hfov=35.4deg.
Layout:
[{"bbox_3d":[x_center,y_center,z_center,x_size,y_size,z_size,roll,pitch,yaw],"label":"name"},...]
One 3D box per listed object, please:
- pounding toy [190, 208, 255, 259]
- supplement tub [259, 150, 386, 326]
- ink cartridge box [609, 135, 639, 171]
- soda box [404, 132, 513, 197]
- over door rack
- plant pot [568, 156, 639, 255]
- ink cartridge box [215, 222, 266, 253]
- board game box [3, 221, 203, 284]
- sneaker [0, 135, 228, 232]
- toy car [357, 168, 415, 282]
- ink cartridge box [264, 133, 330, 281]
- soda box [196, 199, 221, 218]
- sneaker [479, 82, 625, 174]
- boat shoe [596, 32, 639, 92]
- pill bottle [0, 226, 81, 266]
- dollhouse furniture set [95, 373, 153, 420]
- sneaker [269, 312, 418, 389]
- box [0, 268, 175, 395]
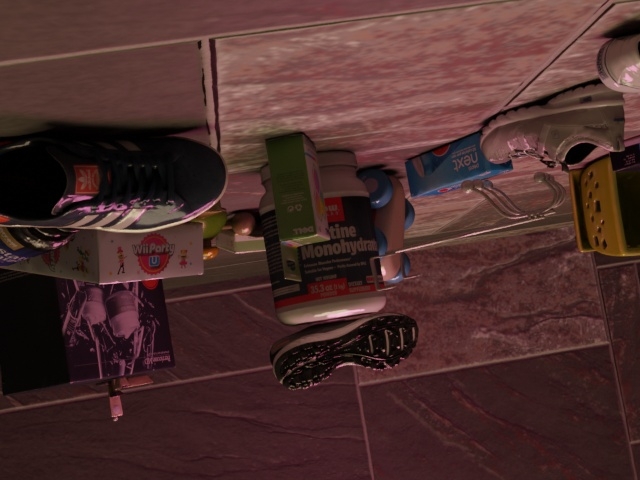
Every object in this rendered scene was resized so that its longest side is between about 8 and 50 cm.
[{"bbox_3d":[-0.261,0.003,2.109,0.183,0.110,0.237,-14,172,38],"label":"pounding toy"},{"bbox_3d":[0.000,0.000,1.706,0.191,0.272,0.191,-9,174,-1],"label":"supplement tub"},{"bbox_3d":[0.773,-0.192,2.103,0.332,0.065,0.165,-6,173,-36],"label":"ink cartridge box"},{"bbox_3d":[0.243,-0.133,1.787,0.067,0.071,0.210,-6,173,-35],"label":"soda box"},{"bbox_3d":[0.239,-0.033,1.668,0.324,0.108,0.239,-26,175,17],"label":"over door rack"},{"bbox_3d":[0.705,-0.081,2.306,0.228,0.227,0.207,-7,179,-21],"label":"plant pot"},{"bbox_3d":[-0.117,-0.003,2.263,0.171,0.056,0.235,-5,-169,-27],"label":"ink cartridge box"},{"bbox_3d":[-0.385,0.010,1.741,0.303,0.098,0.224,3,-175,42],"label":"board game box"},{"bbox_3d":[-0.282,-0.073,1.274,0.350,0.131,0.148,-7,178,-16],"label":"sneaker"},{"bbox_3d":[0.044,-0.026,1.981,0.238,0.210,0.219,2,167,20],"label":"toy car"},{"bbox_3d":[-0.029,-0.047,1.522,0.062,0.209,0.109,-9,174,9],"label":"ink cartridge box"},{"bbox_3d":[-0.257,-0.068,1.682,0.181,0.061,0.058,-4,171,-40],"label":"soda box"},{"bbox_3d":[0.352,-0.154,1.555,0.105,0.115,0.281,-6,173,-31],"label":"sneaker"},{"bbox_3d":[0.469,-0.219,1.233,0.258,0.095,0.084,-8,178,-20],"label":"boat shoe"},{"bbox_3d":[-0.424,-0.036,1.443,0.219,0.123,0.122,-15,172,42],"label":"pill bottle"},{"bbox_3d":[-0.376,0.315,2.023,0.114,0.081,0.091,-4,170,-44],"label":"dollhouse furniture set"},{"bbox_3d":[0.040,0.173,1.728,0.271,0.100,0.108,-11,-161,-15],"label":"sneaker"},{"bbox_3d":[-0.481,0.134,2.036,0.179,0.313,0.343,-12,173,26],"label":"box"}]
